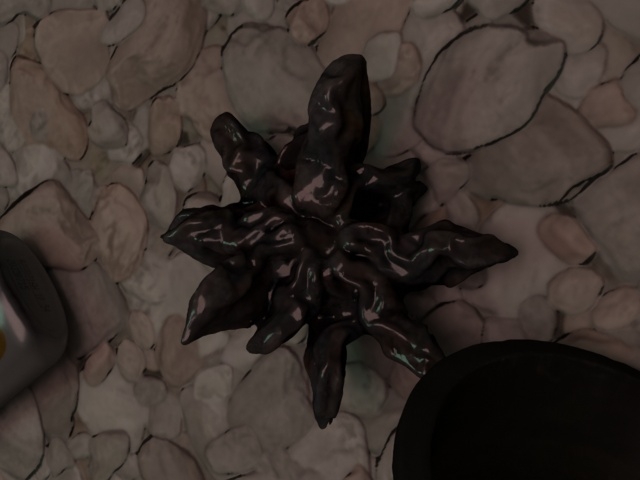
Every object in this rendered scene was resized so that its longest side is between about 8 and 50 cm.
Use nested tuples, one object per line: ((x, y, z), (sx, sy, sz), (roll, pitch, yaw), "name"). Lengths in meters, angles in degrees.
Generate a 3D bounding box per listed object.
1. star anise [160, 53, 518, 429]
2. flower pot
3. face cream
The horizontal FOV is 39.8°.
((-0.002, 0.004, 0.629), (0.212, 0.129, 0.283), (-38, 76, 3), "star anise")
((0.142, 0.203, 0.497), (0.269, 0.269, 0.166), (35, 125, 23), "flower pot")
((-0.360, 0.119, 0.826), (0.291, 0.071, 0.144), (-36, 73, 22), "face cream")
